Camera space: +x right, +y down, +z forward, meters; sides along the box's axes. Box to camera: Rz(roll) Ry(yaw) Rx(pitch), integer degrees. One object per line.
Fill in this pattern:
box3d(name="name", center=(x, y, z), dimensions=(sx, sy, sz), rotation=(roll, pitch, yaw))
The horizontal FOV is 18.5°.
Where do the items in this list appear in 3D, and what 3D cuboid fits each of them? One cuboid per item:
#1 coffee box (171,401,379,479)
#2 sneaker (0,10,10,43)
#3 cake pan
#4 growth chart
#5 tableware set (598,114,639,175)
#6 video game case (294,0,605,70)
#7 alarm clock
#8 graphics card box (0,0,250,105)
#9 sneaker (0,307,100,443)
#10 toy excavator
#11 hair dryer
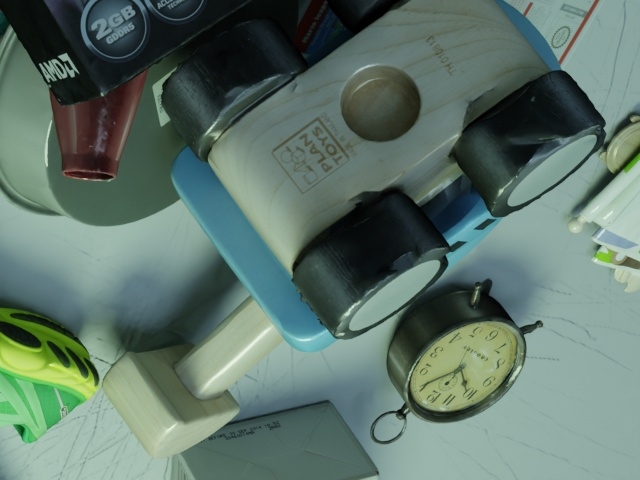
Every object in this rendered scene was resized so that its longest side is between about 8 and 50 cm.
box3d(name="coffee box", center=(-0.053, 0.318, 1.900), dimensions=(0.168, 0.119, 0.297), rotation=(-12, 130, -22))
box3d(name="sneaker", center=(-0.292, -0.196, 1.349), dimensions=(0.295, 0.124, 0.178), rotation=(-19, 137, -26))
box3d(name="cake pan", center=(-0.125, -0.128, 1.476), dimensions=(0.293, 0.054, 0.293), rotation=(-37, 150, -26))
box3d(name="growth chart", center=(0.345, -0.015, 1.911), dimensions=(0.172, 0.021, 0.237), rotation=(-43, 136, 20))
box3d(name="tableware set", center=(0.347, -0.115, 1.853), dimensions=(0.141, 0.020, 0.168), rotation=(17, 117, -36))
box3d(name="video game case", center=(0.117, -0.214, 1.639), dimensions=(0.285, 0.025, 0.204), rotation=(12, 118, -36))
box3d(name="alarm clock", center=(0.114, 0.123, 1.878), dimensions=(0.192, 0.064, 0.129), rotation=(-49, 133, 10))
box3d(name="graphics card box", center=(-0.153, -0.296, 1.208), dimensions=(0.233, 0.094, 0.371), rotation=(-35, 104, -22))
box3d(name="sneaker", center=(-0.310, 0.102, 1.590), dimensions=(0.295, 0.109, 0.123), rotation=(26, 105, -41))
box3d(name="toy excavator", center=(0.000, 0.000, 1.549), dimensions=(0.433, 0.222, 0.445), rotation=(-37, 165, -4))
box3d(name="hair dryer", center=(-0.203, -0.169, 1.275), dimensions=(0.223, 0.080, 0.293), rotation=(-36, 103, -25))
